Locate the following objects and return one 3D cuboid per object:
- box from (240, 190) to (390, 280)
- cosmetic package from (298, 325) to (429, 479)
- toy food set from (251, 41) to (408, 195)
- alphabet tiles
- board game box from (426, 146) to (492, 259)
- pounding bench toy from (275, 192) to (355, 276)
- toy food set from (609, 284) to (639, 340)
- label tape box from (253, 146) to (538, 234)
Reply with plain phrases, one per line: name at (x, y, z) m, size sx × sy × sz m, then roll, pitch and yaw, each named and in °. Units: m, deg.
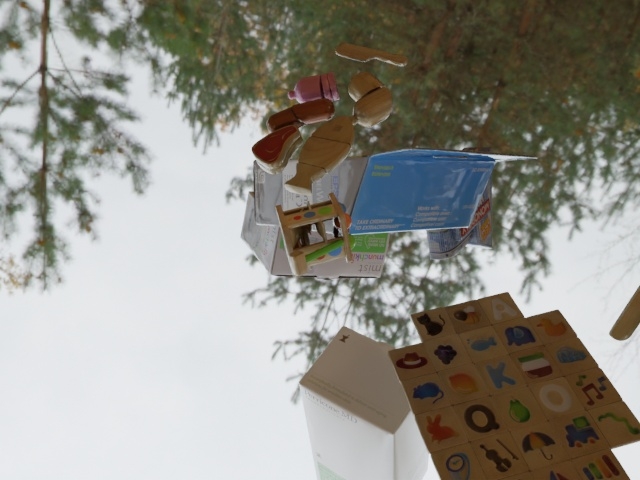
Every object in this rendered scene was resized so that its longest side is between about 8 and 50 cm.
box at (-0.018, -0.011, 1.326) m, size 0.262 × 0.126 × 0.231 m, roll 4°, pitch -163°, yaw -24°
cosmetic package at (0.094, 0.357, 1.118) m, size 0.197 × 0.365 × 0.155 m, roll 21°, pitch -130°, yaw 29°
toy food set at (0.002, -0.078, 0.376) m, size 0.078 × 0.019 × 0.122 m, roll 25°, pitch -116°, yaw 32°
alphabet tiles at (0.267, 0.216, 0.843) m, size 0.285 × 0.011 × 0.342 m, roll -13°, pitch -136°, yaw -7°
board game box at (0.264, -0.049, 1.098) m, size 0.060 × 0.194 × 0.194 m, roll 6°, pitch -149°, yaw 37°
pounding bench toy at (0.000, 0.000, 0.544) m, size 0.065 × 0.052 × 0.083 m, roll -14°, pitch -150°, yaw -4°
toy food set at (0.446, 0.106, 0.672) m, size 0.192 × 0.132 × 0.038 m, roll 25°, pitch -170°, yaw -3°
label tape box at (0.090, -0.066, 0.836) m, size 0.241 × 0.105 × 0.334 m, roll -4°, pitch -174°, yaw -36°
